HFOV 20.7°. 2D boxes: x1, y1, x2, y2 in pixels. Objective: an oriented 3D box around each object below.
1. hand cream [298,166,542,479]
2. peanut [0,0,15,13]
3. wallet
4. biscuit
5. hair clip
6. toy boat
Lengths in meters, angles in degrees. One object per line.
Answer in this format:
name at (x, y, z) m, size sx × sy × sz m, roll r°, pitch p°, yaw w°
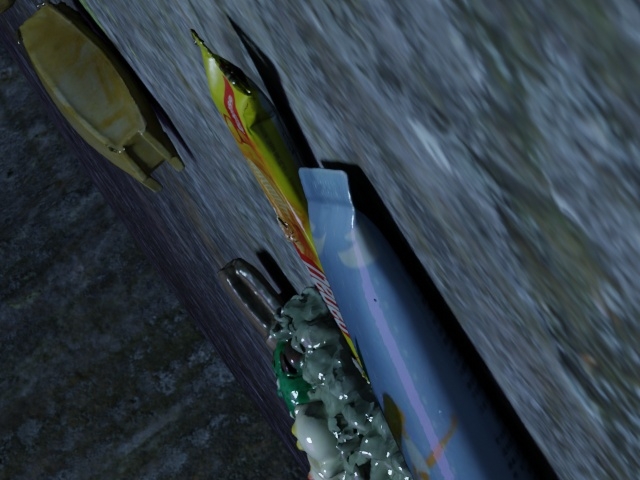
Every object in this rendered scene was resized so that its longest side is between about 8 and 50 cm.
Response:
hand cream at (0.060, 0.088, 0.791) m, size 0.271 × 0.058 × 0.091 m, roll 62°, pitch 172°, yaw -9°
peanut at (-0.328, -0.261, 1.676) m, size 0.089 × 0.089 × 0.193 m, roll 56°, pitch 174°, yaw -2°
wallet at (-0.022, 0.075, 1.338) m, size 0.152 × 0.039 × 0.118 m, roll 52°, pitch 176°, yaw -3°
biscuit at (0.000, 0.000, 0.883) m, size 0.048 × 0.026 × 0.292 m, roll 40°, pitch 166°, yaw 40°
hair clip at (0.039, 0.152, 1.058) m, size 0.321 × 0.091 × 0.138 m, roll 44°, pitch 164°, yaw 54°
toy boat at (-0.176, -0.118, 1.401) m, size 0.206 × 0.064 × 0.072 m, roll 52°, pitch -173°, yaw 30°
